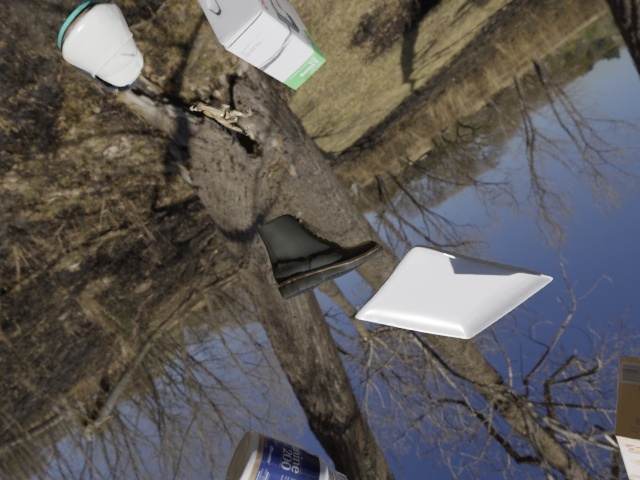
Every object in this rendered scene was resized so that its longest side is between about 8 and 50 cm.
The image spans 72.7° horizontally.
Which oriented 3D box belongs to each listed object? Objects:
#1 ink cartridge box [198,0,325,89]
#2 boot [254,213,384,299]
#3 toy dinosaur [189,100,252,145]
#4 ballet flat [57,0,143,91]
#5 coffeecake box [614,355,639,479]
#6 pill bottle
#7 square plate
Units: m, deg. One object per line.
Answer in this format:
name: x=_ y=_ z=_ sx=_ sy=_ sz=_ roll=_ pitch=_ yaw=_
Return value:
ink cartridge box: x=-0.139 y=-0.518 z=1.042 sx=0.121 sy=0.211 sz=0.289 roll=-34 pitch=166 yaw=23
boot: x=0.000 y=0.000 z=0.736 sx=0.198 sy=0.137 sz=0.077 roll=-20 pitch=168 yaw=-27
toy dinosaur: x=-0.183 y=-0.241 z=0.867 sx=0.093 sy=0.053 sz=0.183 roll=11 pitch=174 yaw=18
ballet flat: x=-0.416 y=-0.364 z=0.862 sx=0.139 sy=0.139 sz=0.400 roll=-34 pitch=-155 yaw=-15
coffeecake box: x=0.542 y=0.305 z=0.719 sx=0.068 sy=0.185 sz=0.142 roll=-4 pitch=-137 yaw=41
pill bottle: x=-0.034 y=0.253 z=0.458 sx=0.067 sy=0.120 sz=0.067 roll=-58 pitch=-166 yaw=23
square plate: x=0.304 y=0.131 z=1.066 sx=0.344 sy=0.347 sz=0.049 roll=118 pitch=-20 yaw=-50
